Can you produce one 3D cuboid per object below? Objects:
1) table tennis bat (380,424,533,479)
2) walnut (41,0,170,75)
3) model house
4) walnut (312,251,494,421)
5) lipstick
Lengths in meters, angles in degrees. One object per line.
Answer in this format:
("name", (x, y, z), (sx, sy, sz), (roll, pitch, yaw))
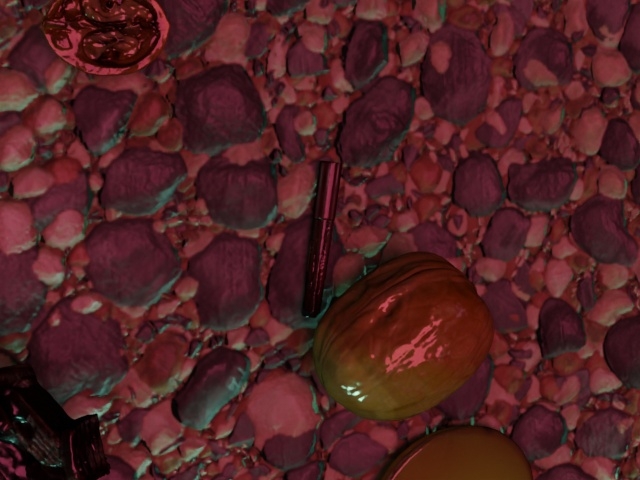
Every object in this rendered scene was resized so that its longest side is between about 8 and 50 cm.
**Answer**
("table tennis bat", (0.101, 0.345, 1.157), (0.369, 0.054, 0.224), (-10, 104, -22))
("walnut", (-0.210, -0.207, 0.941), (0.121, 0.052, 0.091), (-1, 101, -18))
("model house", (-0.295, 0.220, 0.918), (0.141, 0.203, 0.164), (-30, 80, -46))
("walnut", (0.088, 0.106, 1.044), (0.197, 0.165, 0.165), (-43, 111, -6))
("lipstick", (0.000, 0.000, 1.068), (0.027, 0.027, 0.176), (5, 98, -21))
